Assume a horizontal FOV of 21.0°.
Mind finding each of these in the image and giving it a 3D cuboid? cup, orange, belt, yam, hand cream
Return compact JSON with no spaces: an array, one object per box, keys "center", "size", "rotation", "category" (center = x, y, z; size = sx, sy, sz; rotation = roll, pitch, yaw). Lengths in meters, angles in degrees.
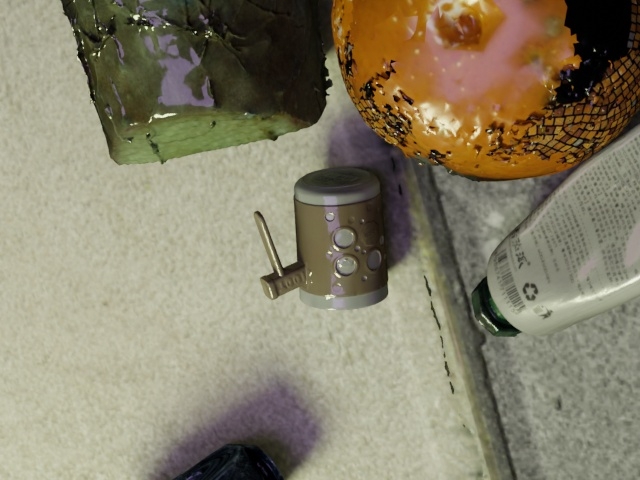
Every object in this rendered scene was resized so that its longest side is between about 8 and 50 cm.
[{"center":[0.001,-0.002,1.364],"size":[0.102,0.074,0.099],"rotation":[-3,107,2],"category":"cup"},{"center":[0.123,-0.154,1.210],"size":[0.234,0.182,0.234],"rotation":[4,100,27],"category":"orange"},{"center":[-0.116,0.245,1.472],"size":[0.190,0.141,0.082],"rotation":[-36,95,28],"category":"belt"},{"center":[-0.112,-0.200,1.281],"size":[0.202,0.201,0.271],"rotation":[-6,114,25],"category":"yam"},{"center":[0.221,-0.015,1.221],"size":[0.336,0.076,0.121],"rotation":[-40,61,50],"category":"hand cream"}]
